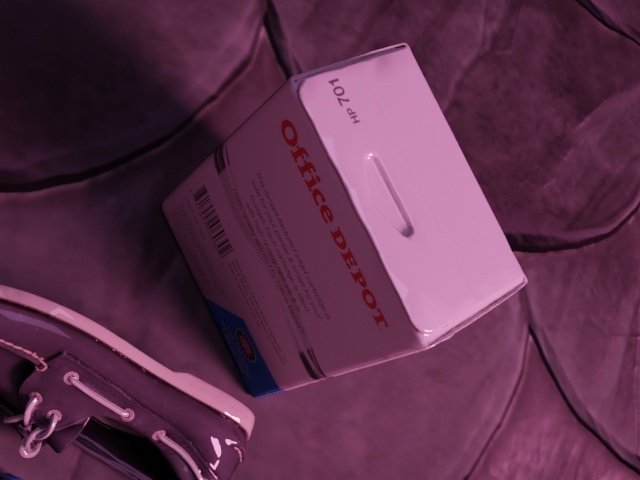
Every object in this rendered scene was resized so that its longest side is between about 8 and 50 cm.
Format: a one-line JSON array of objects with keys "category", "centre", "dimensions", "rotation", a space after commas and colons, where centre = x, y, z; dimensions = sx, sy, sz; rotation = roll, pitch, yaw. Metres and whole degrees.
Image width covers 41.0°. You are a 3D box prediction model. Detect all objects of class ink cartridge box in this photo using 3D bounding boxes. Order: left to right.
[{"category": "ink cartridge box", "centre": [0.000, 0.000, 0.478], "dimensions": [0.082, 0.191, 0.139], "rotation": [-24, 87, -34]}]

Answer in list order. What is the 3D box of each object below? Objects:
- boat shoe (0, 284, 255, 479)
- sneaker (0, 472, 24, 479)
[{"category": "boat shoe", "centre": [-0.128, 0.083, 0.444], "dimensions": [0.206, 0.075, 0.065], "rotation": [31, 57, -24]}, {"category": "sneaker", "centre": [-0.179, 0.191, 0.374], "dimensions": [0.067, 0.078, 0.188], "rotation": [30, 61, -19]}]
